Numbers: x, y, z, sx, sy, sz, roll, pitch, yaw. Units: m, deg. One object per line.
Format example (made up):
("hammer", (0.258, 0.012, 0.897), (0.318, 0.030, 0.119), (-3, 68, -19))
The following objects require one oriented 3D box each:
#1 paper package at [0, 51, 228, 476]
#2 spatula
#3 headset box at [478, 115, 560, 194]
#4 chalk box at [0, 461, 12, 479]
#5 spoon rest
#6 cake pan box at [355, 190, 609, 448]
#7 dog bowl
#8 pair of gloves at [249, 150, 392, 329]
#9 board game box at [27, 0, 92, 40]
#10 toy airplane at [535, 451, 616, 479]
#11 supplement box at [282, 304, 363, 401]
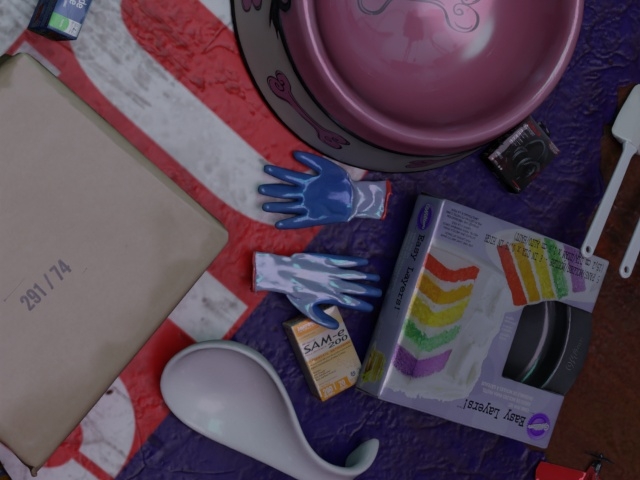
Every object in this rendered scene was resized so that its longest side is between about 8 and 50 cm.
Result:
("paper package", (-0.314, 0.016, 1.670), (0.309, 0.168, 0.325), (42, 83, -18))
("spatula", (0.401, -0.052, 1.953), (0.168, 0.019, 0.242), (35, 71, -24))
("headset box", (0.240, -0.106, 1.911), (0.083, 0.032, 0.062), (-44, 107, -8))
("chalk box", (-0.360, 0.327, 1.664), (0.132, 0.213, 0.132), (-22, 102, -15))
("spoon rest", (-0.055, 0.203, 1.809), (0.276, 0.084, 0.137), (32, 124, -21))
("cake pan box", (0.195, 0.099, 1.886), (0.266, 0.070, 0.246), (21, 90, -28))
("dog bowl", (0.113, -0.274, 1.789), (0.407, 0.150, 0.408), (-2, 96, -18))
("pair of gloves", (0.000, 0.000, 1.828), (0.159, 0.023, 0.198), (8, 82, -13))
("board game box", (-0.244, -0.307, 1.673), (0.035, 0.136, 0.201), (23, 89, -20))
("toy airplane", (0.320, 0.334, 1.989), (0.151, 0.028, 0.151), (-2, 97, -19))
("supplement box", (0.005, 0.128, 1.856), (0.062, 0.036, 0.098), (-27, 103, -15))
